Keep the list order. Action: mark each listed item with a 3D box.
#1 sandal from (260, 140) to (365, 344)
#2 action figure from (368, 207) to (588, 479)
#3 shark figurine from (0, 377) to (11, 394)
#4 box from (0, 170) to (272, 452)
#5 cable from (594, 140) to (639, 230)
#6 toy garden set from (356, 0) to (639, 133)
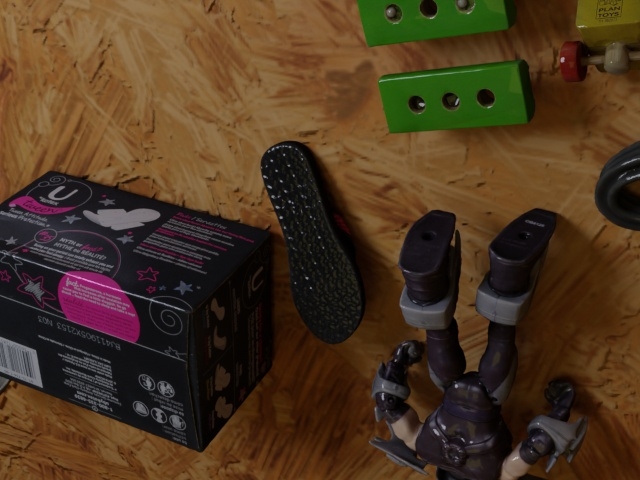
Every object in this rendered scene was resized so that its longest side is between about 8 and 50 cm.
[{"bbox_3d":[0.000,0.000,0.845,0.067,0.040,0.179,-13,97,28],"label":"sandal"},{"bbox_3d":[0.126,0.112,0.807,0.185,0.099,0.285,9,126,16],"label":"action figure"},{"bbox_3d":[-0.345,0.035,1.027,0.116,0.166,0.278,34,147,45],"label":"shark figurine"},{"bbox_3d":[-0.181,0.058,0.909,0.247,0.142,0.163,16,126,22],"label":"box"},{"bbox_3d":[0.313,-0.076,0.628,0.139,0.072,0.287,34,144,-15],"label":"cable"},{"bbox_3d":[0.117,-0.199,0.651,0.204,0.049,0.244,-1,117,31],"label":"toy garden set"}]
